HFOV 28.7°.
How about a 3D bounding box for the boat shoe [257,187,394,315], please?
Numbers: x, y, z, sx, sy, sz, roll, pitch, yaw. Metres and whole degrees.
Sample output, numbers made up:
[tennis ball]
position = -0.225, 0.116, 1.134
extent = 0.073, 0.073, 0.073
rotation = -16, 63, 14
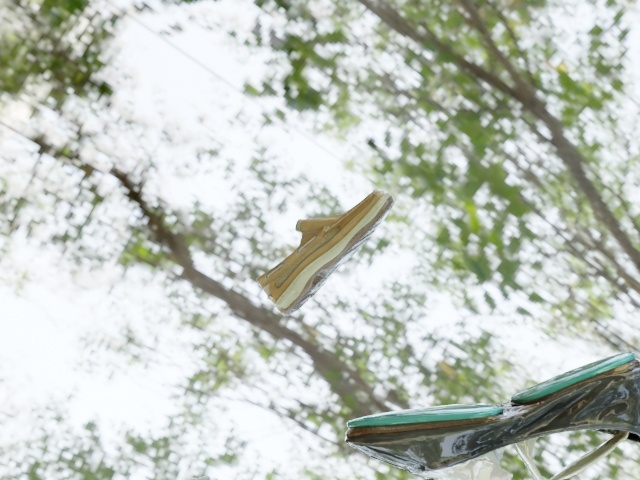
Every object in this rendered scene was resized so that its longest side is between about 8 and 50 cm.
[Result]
[boat shoe]
position = 0.000, 0.000, 1.434
extent = 0.190, 0.068, 0.072
rotation = -45, -100, 11

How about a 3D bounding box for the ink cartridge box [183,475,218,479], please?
[ink cartridge box]
position = -0.084, 0.242, 0.901
extent = 0.135, 0.099, 0.056
rotation = 46, -63, 31

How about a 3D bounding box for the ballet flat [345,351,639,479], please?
[ballet flat]
position = 0.164, 0.171, 1.082
extent = 0.095, 0.280, 0.096
rotation = 139, -61, -82
